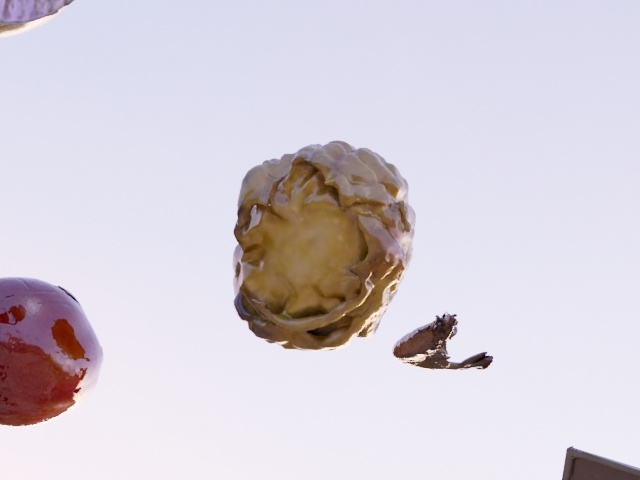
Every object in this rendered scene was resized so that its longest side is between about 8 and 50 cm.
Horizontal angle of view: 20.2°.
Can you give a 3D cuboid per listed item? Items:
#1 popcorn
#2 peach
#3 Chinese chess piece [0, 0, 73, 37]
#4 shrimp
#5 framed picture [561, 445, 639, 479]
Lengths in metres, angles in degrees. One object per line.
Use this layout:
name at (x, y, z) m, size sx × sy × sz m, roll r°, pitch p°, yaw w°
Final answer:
popcorn at (0.000, 0.000, 2.044) m, size 0.250 × 0.250 × 0.190 m, roll 1°, pitch -10°, yaw 40°
peach at (-0.362, 0.131, 2.083) m, size 0.197 × 0.197 × 0.197 m, roll 20°, pitch -27°, yaw 11°
Chinese chess piece at (-0.349, -0.342, 1.843) m, size 0.270 × 0.270 × 0.112 m, roll 42°, pitch -23°, yaw -29°
shrimp at (0.162, 0.133, 2.207) m, size 0.124 × 0.034 × 0.178 m, roll 15°, pitch -27°, yaw -16°
framed picture at (0.378, 0.411, 2.300) m, size 0.189 × 0.260 × 0.023 m, roll 14°, pitch 12°, yaw 31°
